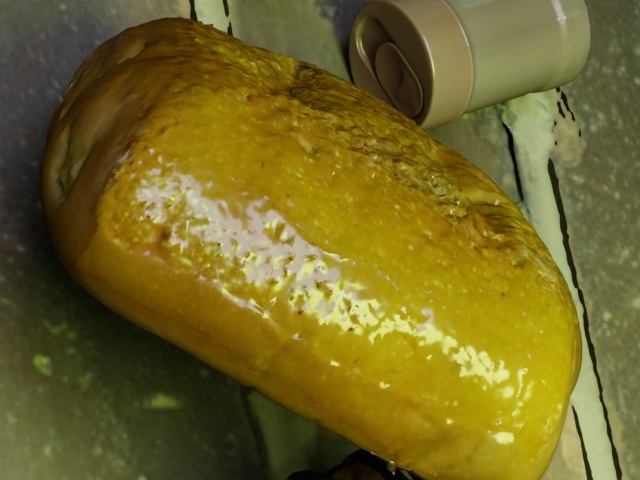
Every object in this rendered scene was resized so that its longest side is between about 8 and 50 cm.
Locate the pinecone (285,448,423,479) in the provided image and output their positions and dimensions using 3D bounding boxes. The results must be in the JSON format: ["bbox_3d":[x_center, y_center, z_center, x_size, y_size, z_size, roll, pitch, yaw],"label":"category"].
[{"bbox_3d":[0.030,0.234,0.959,0.246,0.246,0.292,53,38,0],"label":"pinecone"}]

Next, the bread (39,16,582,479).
[{"bbox_3d":[0.004,-0.007,0.963,0.337,0.328,0.148,30,98,-11],"label":"bread"}]

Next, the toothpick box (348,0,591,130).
[{"bbox_3d":[0.108,-0.140,1.199,0.149,0.098,0.098,-19,80,-31],"label":"toothpick box"}]
